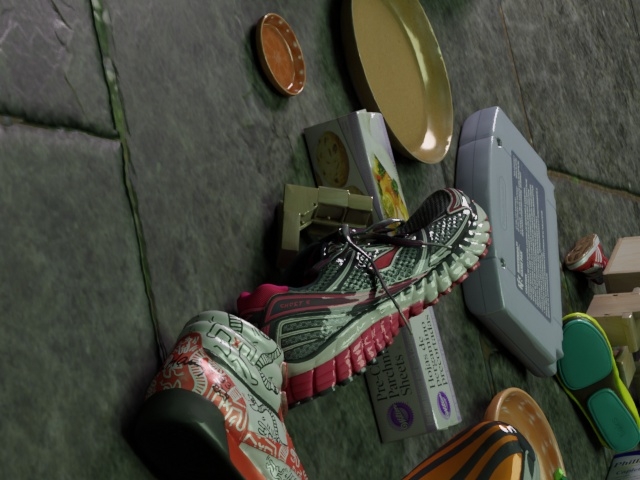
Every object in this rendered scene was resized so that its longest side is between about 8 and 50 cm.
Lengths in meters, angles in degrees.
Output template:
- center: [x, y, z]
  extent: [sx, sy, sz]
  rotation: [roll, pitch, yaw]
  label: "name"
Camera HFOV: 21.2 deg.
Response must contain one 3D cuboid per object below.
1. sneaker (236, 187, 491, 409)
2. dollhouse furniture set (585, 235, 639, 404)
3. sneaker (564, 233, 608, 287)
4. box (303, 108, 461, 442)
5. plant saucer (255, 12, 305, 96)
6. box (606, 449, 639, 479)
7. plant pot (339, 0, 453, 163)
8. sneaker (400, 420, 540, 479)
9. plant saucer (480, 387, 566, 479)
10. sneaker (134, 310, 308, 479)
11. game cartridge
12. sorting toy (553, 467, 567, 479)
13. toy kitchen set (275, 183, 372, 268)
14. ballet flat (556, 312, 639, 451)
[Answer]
- center: [0.048, 0.027, 1.542]
  extent: [0.299, 0.121, 0.112]
  rotation: [-40, 99, -43]
  label: "sneaker"
- center: [0.509, 0.176, 2.317]
  extent: [0.303, 0.173, 0.356]
  rotation: [-52, 130, -53]
  label: "dollhouse furniture set"
- center: [0.364, 0.037, 2.300]
  extent: [0.067, 0.042, 0.118]
  rotation: [66, 25, -7]
  label: "sneaker"
- center: [0.061, 0.033, 1.686]
  extent: [0.063, 0.067, 0.324]
  rotation: [-5, 80, -62]
  label: "box"
- center: [-0.041, -0.180, 1.671]
  extent: [0.083, 0.013, 0.083]
  rotation: [39, 43, -49]
  label: "plant saucer"
- center: [0.420, 0.353, 2.191]
  extent: [0.126, 0.072, 0.137]
  rotation: [66, 26, -15]
  label: "box"
- center: [0.081, -0.194, 1.897]
  extent: [0.236, 0.032, 0.236]
  rotation: [41, 41, -49]
  label: "plant pot"
- center: [0.016, 0.238, 1.254]
  extent: [0.180, 0.321, 0.124]
  rotation: [42, -5, -34]
  label: "sneaker"
- center: [0.222, 0.264, 1.897]
  extent: [0.200, 0.037, 0.200]
  rotation: [42, 39, -47]
  label: "plant saucer"
- center: [-0.040, 0.178, 1.376]
  extent: [0.270, 0.090, 0.145]
  rotation: [54, 34, -29]
  label: "sneaker"
- center: [0.226, -0.005, 2.047]
  extent: [0.196, 0.060, 0.294]
  rotation: [49, 35, -46]
  label: "game cartridge"
- center: [0.281, 0.299, 1.934]
  extent: [0.062, 0.012, 0.083]
  rotation: [13, 67, -55]
  label: "sorting toy"
- center: [0.000, 0.000, 1.591]
  extent: [0.068, 0.083, 0.075]
  rotation: [109, -13, -55]
  label: "toy kitchen set"
- center: [0.341, 0.170, 2.161]
  extent: [0.231, 0.077, 0.077]
  rotation: [61, 7, -29]
  label: "ballet flat"
